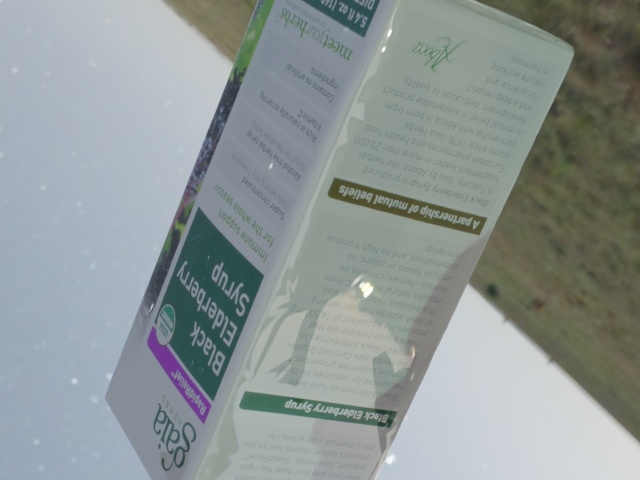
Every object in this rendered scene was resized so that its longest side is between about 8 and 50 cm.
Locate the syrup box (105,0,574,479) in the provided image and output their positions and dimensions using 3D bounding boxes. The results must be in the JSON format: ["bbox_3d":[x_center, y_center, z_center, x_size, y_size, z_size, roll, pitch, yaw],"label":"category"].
[{"bbox_3d":[0.000,0.000,0.510,0.096,0.237,0.093,14,-162,-34],"label":"syrup box"}]
